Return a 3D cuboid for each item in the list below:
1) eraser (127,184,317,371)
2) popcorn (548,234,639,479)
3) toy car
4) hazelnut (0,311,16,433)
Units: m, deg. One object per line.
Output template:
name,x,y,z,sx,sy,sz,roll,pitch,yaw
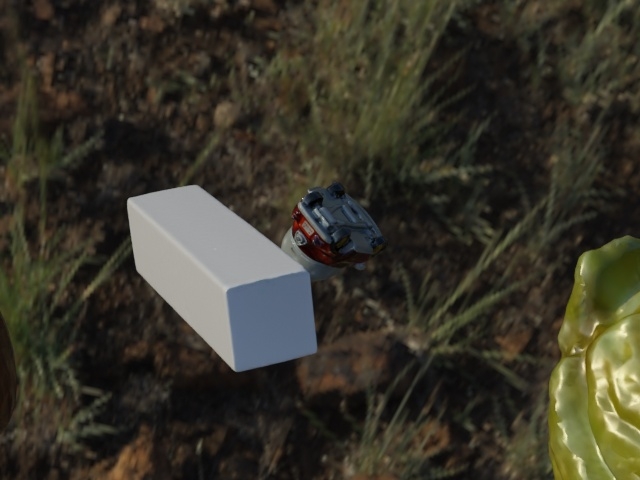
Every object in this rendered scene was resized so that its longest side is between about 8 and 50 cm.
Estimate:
eraser,-0.095,0.027,1.366,0.076,0.078,0.298,-12,20,-19
popcorn,0.271,0.115,0.932,0.277,0.276,0.225,-15,43,-26
toy car,0.000,0.000,1.893,0.112,0.112,0.139,52,24,18
hazelnut,-0.535,0.155,1.621,0.410,0.359,0.359,-22,62,-18
